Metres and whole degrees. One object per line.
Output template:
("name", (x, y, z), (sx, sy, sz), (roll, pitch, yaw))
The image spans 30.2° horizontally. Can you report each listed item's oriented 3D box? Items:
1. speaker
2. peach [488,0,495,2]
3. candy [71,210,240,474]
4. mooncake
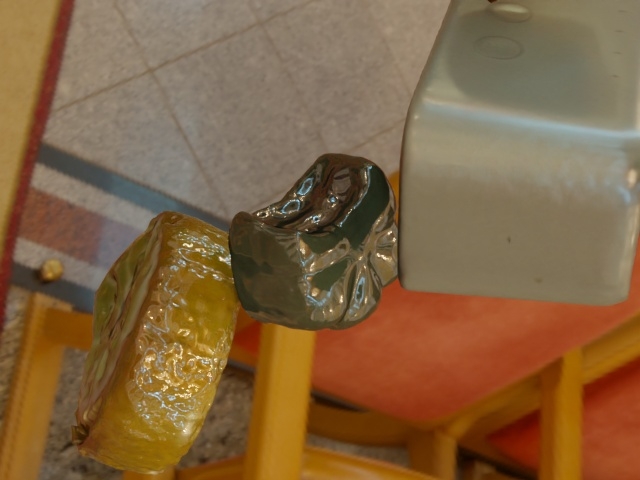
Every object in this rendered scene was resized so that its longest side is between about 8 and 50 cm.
("speaker", (0.195, -0.116, 1.039), (0.406, 0.184, 0.183), (-66, 159, -51))
("peach", (0.184, -0.282, 0.974), (0.092, 0.172, 0.127), (52, 14, -9))
("candy", (-0.159, 0.097, 1.147), (0.118, 0.260, 0.259), (18, 61, -16))
("mooncake", (0.000, 0.000, 1.064), (0.168, 0.104, 0.175), (41, 63, -43))
